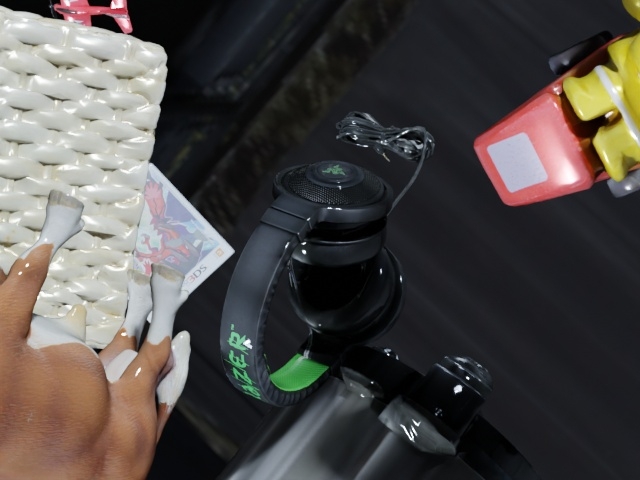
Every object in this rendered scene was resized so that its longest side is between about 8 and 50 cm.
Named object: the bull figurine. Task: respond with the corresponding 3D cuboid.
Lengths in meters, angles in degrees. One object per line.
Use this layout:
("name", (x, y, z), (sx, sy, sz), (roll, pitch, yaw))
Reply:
("bull figurine", (-0.185, 0.067, 0.823), (0.188, 0.101, 0.310), (-65, -31, -13))

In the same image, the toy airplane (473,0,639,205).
("toy airplane", (0.323, -0.140, 1.015), (0.272, 0.386, 0.384), (-29, -41, -61))

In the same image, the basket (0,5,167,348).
("basket", (-0.346, -0.059, 1.379), (0.266, 0.331, 0.328), (0, 81, 65))

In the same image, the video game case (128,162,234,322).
("video game case", (-0.274, 0.007, 2.269), (0.183, 0.201, 0.023), (-43, 3, 5))

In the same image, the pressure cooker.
("pressure cooker", (0.070, 0.324, 1.704), (0.420, 0.375, 0.370), (-51, 31, -19))

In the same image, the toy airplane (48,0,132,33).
("toy airplane", (-0.328, -0.331, 1.987), (0.028, 0.151, 0.151), (-47, -8, -47))

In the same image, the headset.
("headset", (0.000, 0.000, 1.558), (0.394, 0.185, 0.243), (-50, -33, -31))
